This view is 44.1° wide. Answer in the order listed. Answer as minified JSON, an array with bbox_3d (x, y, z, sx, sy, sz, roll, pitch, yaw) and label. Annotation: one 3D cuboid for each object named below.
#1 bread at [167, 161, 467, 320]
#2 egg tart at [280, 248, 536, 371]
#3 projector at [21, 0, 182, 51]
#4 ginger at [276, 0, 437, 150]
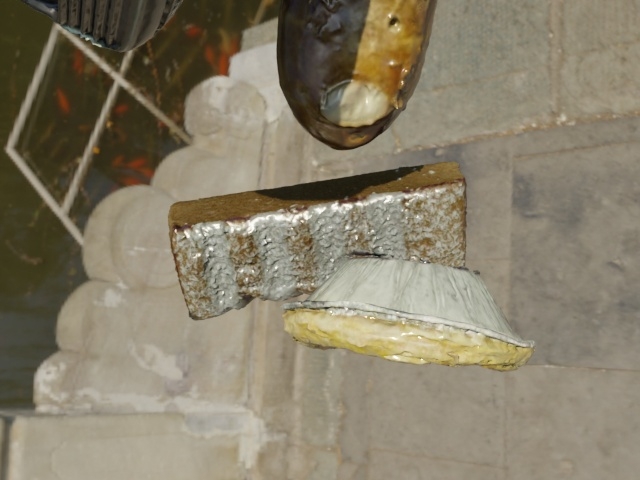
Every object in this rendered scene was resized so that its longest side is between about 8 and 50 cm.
[{"bbox_3d":[0.000,0.000,1.121,0.113,0.416,0.165,-96,-5,-55],"label":"bread"},{"bbox_3d":[0.080,0.065,0.721,0.234,0.234,0.094,0,79,44],"label":"egg tart"},{"bbox_3d":[-0.197,-0.410,0.555,0.405,0.395,0.242,-65,14,-17],"label":"projector"},{"bbox_3d":[0.057,-0.284,0.823,0.254,0.176,0.418,-93,18,-68],"label":"ginger"}]
